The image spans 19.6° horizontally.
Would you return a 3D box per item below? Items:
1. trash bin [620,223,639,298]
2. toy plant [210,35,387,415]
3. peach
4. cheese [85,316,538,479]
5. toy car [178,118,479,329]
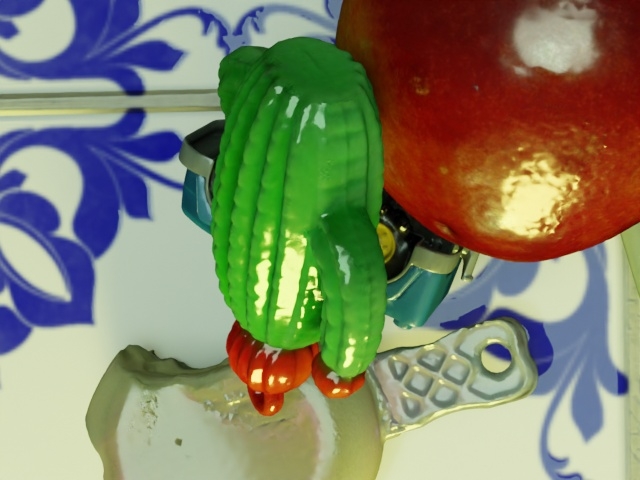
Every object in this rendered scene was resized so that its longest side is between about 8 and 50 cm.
[{"bbox_3d":[0.245,0.019,1.097,0.116,0.059,0.130,-18,92,13],"label":"trash bin"},{"bbox_3d":[-0.011,0.005,1.019,0.088,0.154,0.240,-13,110,-27],"label":"toy plant"},{"bbox_3d":[0.126,-0.101,1.031,0.243,0.199,0.244,-1,87,27],"label":"peach"},{"bbox_3d":[-0.004,0.108,1.161,0.286,0.082,0.163,-21,93,13],"label":"cheese"},{"bbox_3d":[0.000,0.000,1.134,0.191,0.097,0.100,24,109,10],"label":"toy car"}]
